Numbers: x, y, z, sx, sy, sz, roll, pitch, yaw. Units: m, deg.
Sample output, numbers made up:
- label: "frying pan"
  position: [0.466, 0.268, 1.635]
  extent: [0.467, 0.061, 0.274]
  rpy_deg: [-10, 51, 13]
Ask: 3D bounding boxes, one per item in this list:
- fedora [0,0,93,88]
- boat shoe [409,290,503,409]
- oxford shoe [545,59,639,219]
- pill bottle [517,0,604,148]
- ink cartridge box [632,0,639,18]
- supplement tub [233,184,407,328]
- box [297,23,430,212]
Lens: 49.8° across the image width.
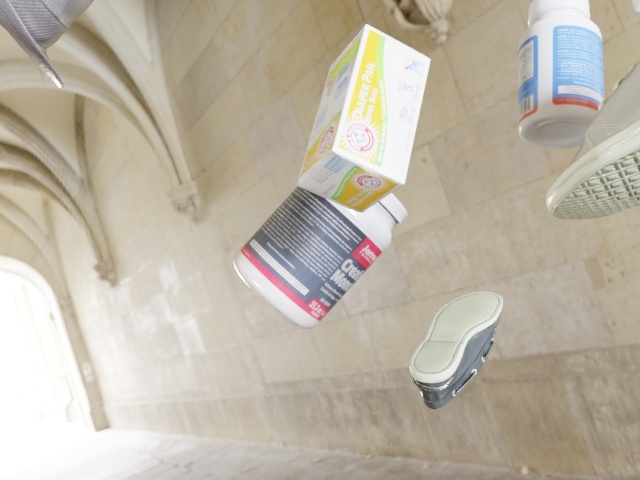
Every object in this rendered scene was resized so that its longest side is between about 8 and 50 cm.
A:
- label: "fedora"
  position: [-0.256, -0.275, 0.581]
  extent: [0.124, 0.244, 0.275]
  rpy_deg: [-34, -28, -5]
- label: "boat shoe"
  position: [0.287, 0.221, 1.405]
  extent: [0.127, 0.113, 0.340]
  rpy_deg: [1, 25, 29]
- label: "oxford shoe"
  position: [0.427, -0.170, 0.852]
  extent: [0.169, 0.130, 0.449]
  rpy_deg: [-2, -30, -18]
- label: "pill bottle"
  position: [0.366, -0.263, 1.052]
  extent: [0.124, 0.221, 0.124]
  rpy_deg: [6, -17, 2]
- label: "ink cartridge box"
  position: [0.733, -0.440, 1.273]
  extent: [0.197, 0.270, 0.198]
  rpy_deg: [-34, 29, 39]
- label: "supplement tub"
  position: [0.000, 0.000, 1.200]
  extent: [0.272, 0.191, 0.191]
  rpy_deg: [-48, -5, 0]
- label: "box"
  position: [0.058, -0.157, 0.906]
  extent: [0.103, 0.203, 0.114]
  rpy_deg: [23, -25, -18]
